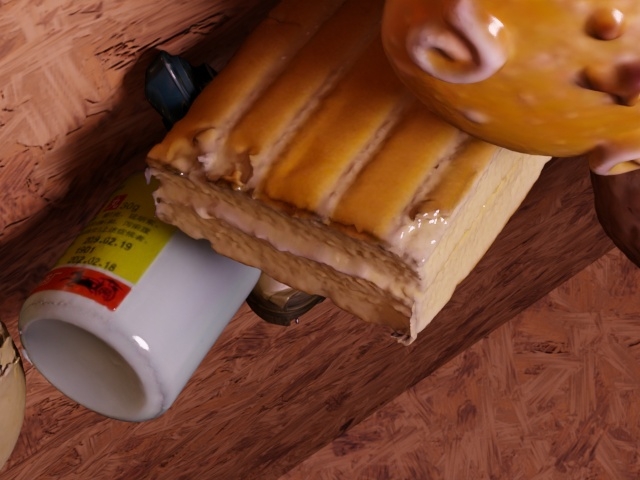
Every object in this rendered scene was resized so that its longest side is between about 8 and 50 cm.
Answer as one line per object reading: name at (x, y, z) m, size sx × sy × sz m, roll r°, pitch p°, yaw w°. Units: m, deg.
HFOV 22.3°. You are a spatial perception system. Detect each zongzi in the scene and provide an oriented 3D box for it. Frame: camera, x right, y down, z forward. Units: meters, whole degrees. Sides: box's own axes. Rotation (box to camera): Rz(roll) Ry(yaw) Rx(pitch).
zongzi at (0.001, 0.001, 1.768) m, size 0.204 × 0.094 × 0.205 m, roll -43°, pitch 170°, yaw -9°

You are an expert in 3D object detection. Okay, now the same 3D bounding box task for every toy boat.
toy boat at (-0.102, -0.110, 1.231) m, size 0.060 × 0.055 × 0.141 m, roll -29°, pitch 164°, yaw 2°

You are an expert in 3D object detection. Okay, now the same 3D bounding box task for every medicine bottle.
medicine bottle at (-0.128, 0.024, 1.296) m, size 0.225 × 0.139 × 0.139 m, roll -55°, pitch 179°, yaw -36°

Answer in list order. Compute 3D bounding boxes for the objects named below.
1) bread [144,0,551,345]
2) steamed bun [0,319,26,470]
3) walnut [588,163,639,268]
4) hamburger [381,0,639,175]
bread at (0.028, -0.071, 1.182) m, size 0.246 × 0.239 × 0.111 m, roll -53°, pitch 148°, yaw -30°
steamed bun at (-0.349, 0.146, 1.227) m, size 0.273 × 0.166 × 0.232 m, roll -34°, pitch 167°, yaw -13°
walnut at (0.441, -0.081, 1.769) m, size 0.306 × 0.306 × 0.344 m, roll -33°, pitch 155°, yaw -15°
hamburger at (0.183, -0.163, 0.990) m, size 0.302 × 0.186 × 0.261 m, roll -21°, pitch 144°, yaw 29°
